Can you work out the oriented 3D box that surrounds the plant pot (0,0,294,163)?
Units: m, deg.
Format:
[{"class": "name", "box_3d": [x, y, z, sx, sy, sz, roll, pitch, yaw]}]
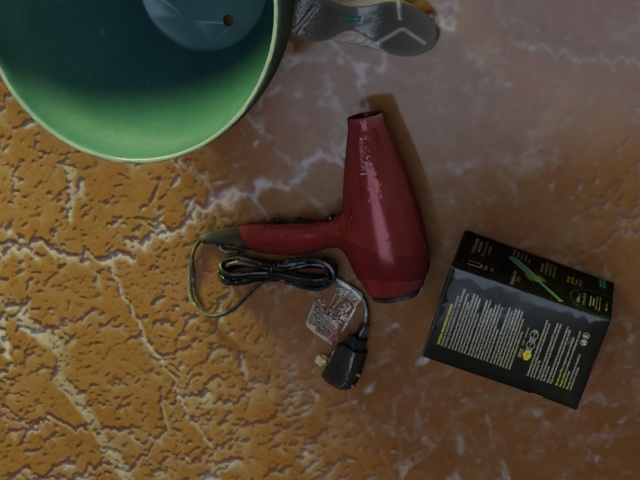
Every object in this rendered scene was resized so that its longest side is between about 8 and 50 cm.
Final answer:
[{"class": "plant pot", "box_3d": [-0.145, -0.232, 1.642, 0.290, 0.195, 0.290, 5, 105, 17]}]

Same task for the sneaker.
[{"class": "sneaker", "box_3d": [0.039, -0.214, 1.698, 0.152, 0.061, 0.053, 8, 103, -11]}]

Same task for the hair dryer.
[{"class": "hair dryer", "box_3d": [0.000, 0.000, 1.759, 0.224, 0.080, 0.293, 31, 111, 1]}]

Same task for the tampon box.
[{"class": "tampon box", "box_3d": [0.195, 0.077, 1.721, 0.161, 0.120, 0.101, 19, 110, 5]}]
